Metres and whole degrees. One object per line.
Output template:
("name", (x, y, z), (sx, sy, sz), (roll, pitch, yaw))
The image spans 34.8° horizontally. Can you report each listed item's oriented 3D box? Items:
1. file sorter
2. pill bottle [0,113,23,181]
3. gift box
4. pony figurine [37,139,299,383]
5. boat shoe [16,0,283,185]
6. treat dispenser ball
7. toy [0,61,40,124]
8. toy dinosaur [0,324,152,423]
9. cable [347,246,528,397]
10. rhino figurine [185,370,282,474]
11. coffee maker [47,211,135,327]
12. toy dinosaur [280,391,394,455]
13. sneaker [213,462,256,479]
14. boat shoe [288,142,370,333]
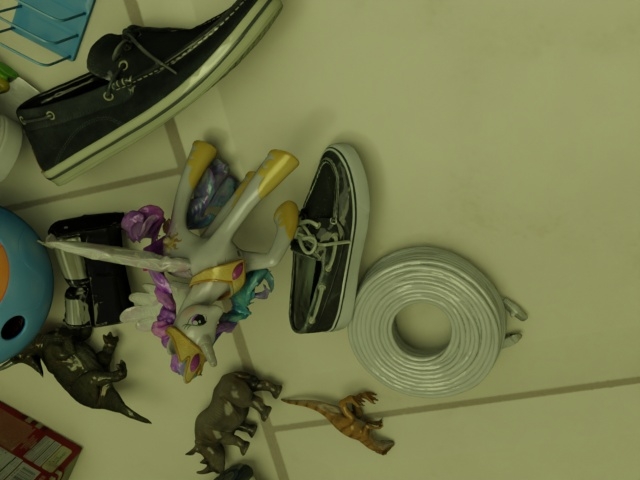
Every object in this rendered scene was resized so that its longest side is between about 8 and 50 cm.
("file sorter", (-0.434, -0.375, 1.607), (0.118, 0.104, 0.170), (28, 115, 3))
("pill bottle", (-0.612, -0.184, 1.591), (0.272, 0.152, 0.152), (24, 121, -38))
("gift box", (-0.609, 0.494, 1.897), (0.276, 0.255, 0.258), (31, 112, 7))
("pony figurine", (-0.210, 0.026, 1.578), (0.351, 0.364, 0.303), (11, 157, 41))
("boat shoe", (-0.277, -0.257, 1.573), (0.500, 0.187, 0.156), (-27, 108, 27))
("treat dispenser ball", (-0.591, 0.073, 1.696), (0.288, 0.288, 0.288), (5, 111, 12))
("toy", (-0.587, -0.200, 1.734), (0.137, 0.056, 0.237), (36, 108, -10))
("toy dinosaur", (-0.429, 0.229, 1.846), (0.313, 0.121, 0.160), (34, 126, -6))
("cable", (0.171, 0.139, 1.660), (0.257, 0.089, 0.257), (44, 114, -5))
("rhino figurine", (-0.168, 0.331, 1.826), (0.106, 0.073, 0.243), (30, 116, -3))
("coffee maker", (-0.366, 0.051, 1.743), (0.171, 0.120, 0.178), (-2, 110, 14))
("toy dinosaur", (0.038, 0.305, 1.770), (0.211, 0.064, 0.112), (31, 115, 1))
("sneaker", (-0.211, 0.533, 1.876), (0.297, 0.111, 0.129), (-35, 104, 22))
("boat shoe", (-0.003, -0.001, 1.612), (0.113, 0.105, 0.306), (29, 116, 48))
